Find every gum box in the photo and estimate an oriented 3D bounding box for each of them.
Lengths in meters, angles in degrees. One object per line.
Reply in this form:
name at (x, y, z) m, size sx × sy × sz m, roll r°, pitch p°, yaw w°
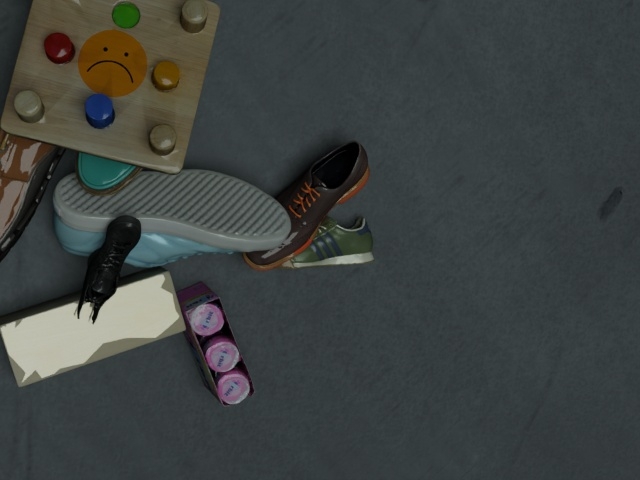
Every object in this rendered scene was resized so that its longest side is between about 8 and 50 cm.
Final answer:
gum box at (-0.176, 0.173, 1.757) m, size 0.062 × 0.107 × 0.188 m, roll -24°, pitch 110°, yaw -16°

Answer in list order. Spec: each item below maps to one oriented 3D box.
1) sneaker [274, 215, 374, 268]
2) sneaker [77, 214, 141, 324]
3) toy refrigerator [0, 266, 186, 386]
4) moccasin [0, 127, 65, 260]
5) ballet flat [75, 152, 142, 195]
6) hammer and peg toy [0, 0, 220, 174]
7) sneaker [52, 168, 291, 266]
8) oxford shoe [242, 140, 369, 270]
sneaker at (0.000, 0.000, 1.820) m, size 0.192 × 0.064 × 0.086 m, roll -4°, pitch 95°, yaw -21°
sneaker at (-0.312, 0.043, 1.582) m, size 0.051 × 0.089 × 0.170 m, roll 20°, pitch 136°, yaw -26°
toy refrigerator at (-0.360, 0.130, 1.684) m, size 0.269 × 0.094 × 0.102 m, roll -19°, pitch 101°, yaw -18°
moccasin at (-0.474, -0.095, 1.563) m, size 0.147 × 0.139 × 0.380 m, roll 28°, pitch 94°, yaw -11°
ballet flat at (-0.273, -0.221, 1.617) m, size 0.116 × 0.124 × 0.342 m, roll 16°, pitch 83°, yaw -2°
hammer and peg toy at (-0.341, -0.246, 1.477) m, size 0.361 × 0.127 × 0.266 m, roll 13°, pitch 83°, yaw -9°
sneaker at (-0.235, -0.023, 1.683) m, size 0.366 × 0.135 × 0.150 m, roll 8°, pitch 142°, yaw -12°
oxford shoe at (-0.029, -0.065, 1.753) m, size 0.097 × 0.098 × 0.271 m, roll 39°, pitch 76°, yaw 15°
